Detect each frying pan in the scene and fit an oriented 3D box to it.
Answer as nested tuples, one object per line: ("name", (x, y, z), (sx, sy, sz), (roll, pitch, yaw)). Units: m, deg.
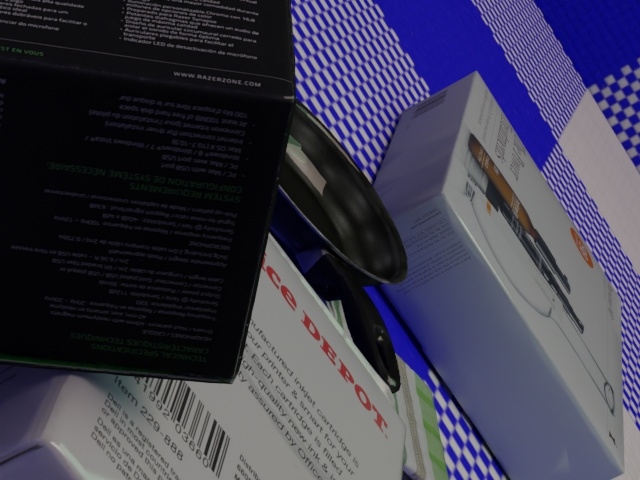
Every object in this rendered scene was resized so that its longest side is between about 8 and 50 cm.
("frying pan", (0.015, 0.007, 1.156), (0.197, 0.053, 0.326), (28, 29, -52))

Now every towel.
("towel", (0.042, 0.115, 1.169), (0.152, 0.023, 0.113), (46, 25, -39))

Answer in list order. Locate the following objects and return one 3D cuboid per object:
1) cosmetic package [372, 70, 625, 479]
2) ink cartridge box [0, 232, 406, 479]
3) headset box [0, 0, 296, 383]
("cosmetic package", (0.164, 0.030, 1.485), (0.284, 0.097, 0.377), (58, 19, -13))
("ink cartridge box", (-0.069, 0.109, 0.730), (0.211, 0.121, 0.289), (54, 20, -18))
("headset box", (-0.143, -0.097, 0.651), (0.246, 0.131, 0.283), (7, 37, -10))
